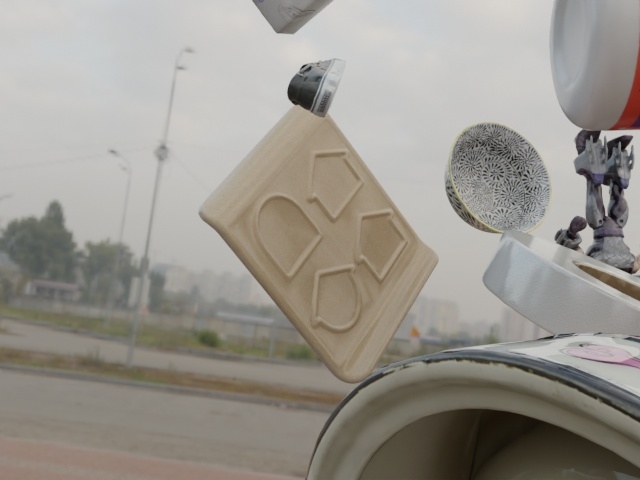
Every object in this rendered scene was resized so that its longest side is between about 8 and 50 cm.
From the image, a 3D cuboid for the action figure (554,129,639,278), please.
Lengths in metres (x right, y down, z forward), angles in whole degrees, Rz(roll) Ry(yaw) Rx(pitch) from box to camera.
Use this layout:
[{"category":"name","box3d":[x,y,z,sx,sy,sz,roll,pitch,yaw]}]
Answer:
[{"category":"action figure","box3d":[0.454,-0.032,1.508,0.185,0.285,0.099,5,-17,-18]}]

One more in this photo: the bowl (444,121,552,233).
[{"category":"bowl","box3d":[0.235,-0.076,1.354,0.170,0.170,0.080,9,-22,-23]}]

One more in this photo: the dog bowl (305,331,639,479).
[{"category":"dog bowl","box3d":[0.173,0.237,0.548,0.150,0.408,0.408,-17,12,-38]}]

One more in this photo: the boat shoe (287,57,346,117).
[{"category":"boat shoe","box3d":[-0.004,-0.145,0.872,0.040,0.049,0.142,20,16,-2]}]

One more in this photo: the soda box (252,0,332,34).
[{"category":"soda box","box3d":[0.016,-0.486,1.678,0.286,0.091,0.098,-37,-2,19]}]

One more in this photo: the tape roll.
[{"category":"tape roll","box3d":[0.380,0.097,1.129,0.392,0.072,0.392,23,9,-4]}]

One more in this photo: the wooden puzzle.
[{"category":"wooden puzzle","box3d":[0.000,0.000,1.456,0.348,0.322,0.080,49,-43,-13]}]

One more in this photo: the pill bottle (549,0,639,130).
[{"category":"pill bottle","box3d":[0.392,-0.195,0.895,0.323,0.181,0.181,-1,-5,-1]}]
